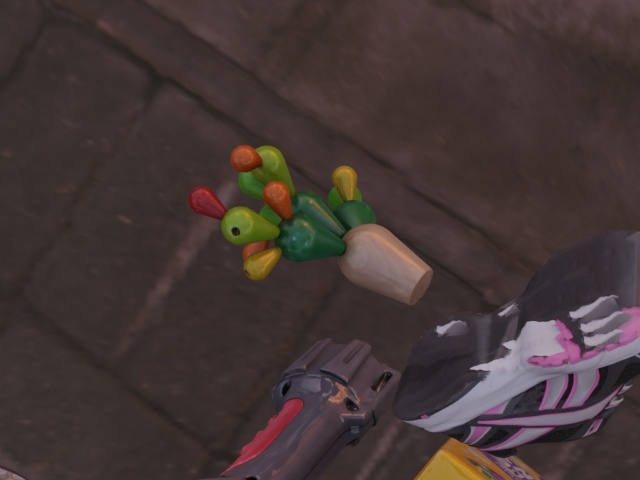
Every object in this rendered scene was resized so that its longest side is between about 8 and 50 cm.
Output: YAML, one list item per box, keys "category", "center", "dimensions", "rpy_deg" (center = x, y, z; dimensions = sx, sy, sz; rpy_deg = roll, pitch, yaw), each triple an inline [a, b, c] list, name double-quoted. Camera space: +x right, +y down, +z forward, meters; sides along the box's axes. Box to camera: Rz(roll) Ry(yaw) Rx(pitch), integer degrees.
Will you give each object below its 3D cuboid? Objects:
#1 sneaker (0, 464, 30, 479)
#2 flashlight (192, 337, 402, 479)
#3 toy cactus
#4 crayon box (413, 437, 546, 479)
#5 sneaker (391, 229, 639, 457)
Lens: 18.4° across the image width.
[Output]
- category: "sneaker"
  center: [-0.245, 0.194, 0.969]
  dimensions: [0.226, 0.086, 0.163]
  rpy_deg: [-5, 113, -16]
- category: "flashlight"
  center: [-0.053, 0.181, 1.559]
  dimensions: [0.103, 0.304, 0.103]
  rpy_deg: [45, 130, -1]
- category: "toy cactus"
  center: [0.000, 0.000, 1.557]
  dimensions: [0.180, 0.219, 0.112]
  rpy_deg: [32, 98, 20]
- category: "crayon box"
  center: [0.157, 0.241, 1.511]
  dimensions: [0.203, 0.323, 0.083]
  rpy_deg: [38, 96, 7]
- category: "sneaker"
  center: [0.122, 0.055, 0.933]
  dimensions: [0.178, 0.077, 0.072]
  rpy_deg: [-24, 42, 43]
